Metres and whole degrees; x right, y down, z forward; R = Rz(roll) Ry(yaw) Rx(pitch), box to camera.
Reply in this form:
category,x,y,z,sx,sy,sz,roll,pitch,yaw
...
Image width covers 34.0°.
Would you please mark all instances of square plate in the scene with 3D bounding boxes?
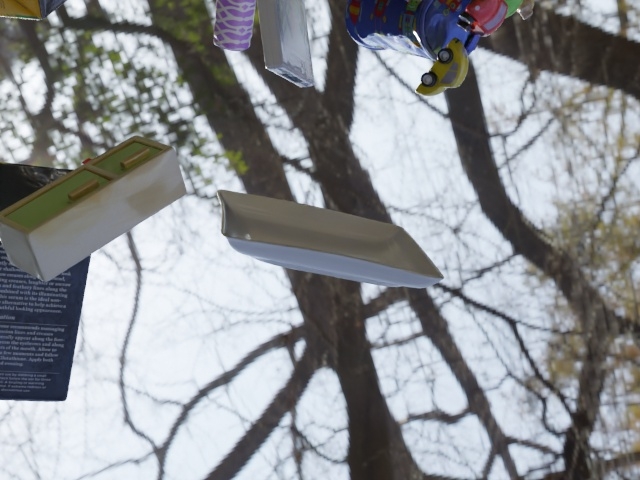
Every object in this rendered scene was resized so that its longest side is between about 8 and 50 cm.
category,x,y,z,sx,sy,sz,roll,pitch,yaw
square plate,0.000,0.000,1.720,0.347,0.049,0.344,11,-167,-9

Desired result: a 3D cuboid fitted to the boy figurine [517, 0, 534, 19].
category,x,y,z,sx,sy,sz,roll,pitch,yaw
boy figurine,0.337,-0.477,1.840,0.092,0.177,0.285,-19,-170,30

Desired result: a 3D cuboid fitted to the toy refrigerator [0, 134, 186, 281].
category,x,y,z,sx,sy,sz,roll,pitch,yaw
toy refrigerator,-0.341,-0.057,1.564,0.102,0.094,0.269,21,-136,42

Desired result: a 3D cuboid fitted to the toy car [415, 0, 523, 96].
category,x,y,z,sx,sy,sz,roll,pitch,yaw
toy car,0.242,-0.322,1.516,0.225,0.053,0.239,-50,176,-32

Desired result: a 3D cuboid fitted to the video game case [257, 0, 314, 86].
category,x,y,z,sx,sy,sz,roll,pitch,yaw
video game case,-0.071,-0.455,1.887,0.036,0.329,0.300,-7,-179,10

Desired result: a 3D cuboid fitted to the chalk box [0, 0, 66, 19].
category,x,y,z,sx,sy,sz,roll,pitch,yaw
chalk box,-0.301,-0.334,1.084,0.132,0.132,0.213,8,-144,15

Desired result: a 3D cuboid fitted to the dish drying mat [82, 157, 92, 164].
category,x,y,z,sx,sy,sz,roll,pitch,yaw
dish drying mat,-0.427,-0.137,2.063,0.083,0.008,0.032,27,-155,4

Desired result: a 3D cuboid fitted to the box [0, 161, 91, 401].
category,x,y,z,sx,sy,sz,roll,pitch,yaw
box,-0.597,0.079,2.090,0.212,0.395,0.293,6,-160,-23

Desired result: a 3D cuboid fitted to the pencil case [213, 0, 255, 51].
category,x,y,z,sx,sy,sz,roll,pitch,yaw
pencil case,-0.175,-0.504,2.214,0.086,0.206,0.088,22,-149,14

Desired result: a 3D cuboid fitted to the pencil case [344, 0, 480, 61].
category,x,y,z,sx,sy,sz,roll,pitch,yaw
pencil case,0.151,-0.355,1.703,0.119,0.133,0.306,-62,-154,3
